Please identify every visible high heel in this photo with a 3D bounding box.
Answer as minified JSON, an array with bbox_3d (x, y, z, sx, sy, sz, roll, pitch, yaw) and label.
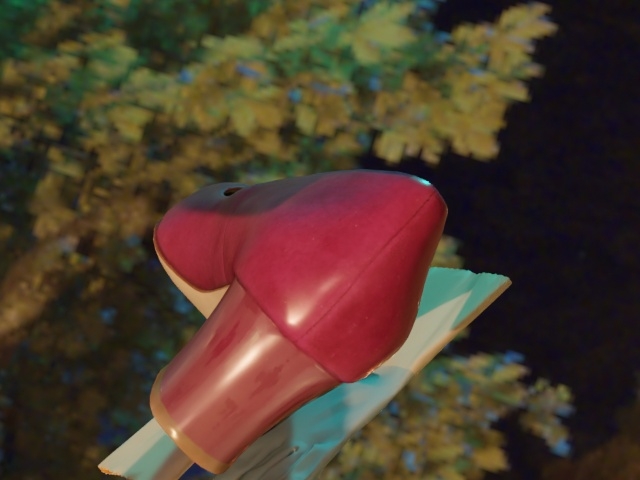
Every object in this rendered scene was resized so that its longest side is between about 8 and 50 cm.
[{"bbox_3d":[0.000,0.000,1.014,0.181,0.127,0.377,-44,16,11],"label":"high heel"}]

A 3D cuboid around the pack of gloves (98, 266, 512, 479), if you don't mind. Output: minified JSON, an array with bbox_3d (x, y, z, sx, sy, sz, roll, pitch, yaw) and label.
[{"bbox_3d":[-0.005,0.102,1.130,0.232,0.195,0.046,-42,-66,-25],"label":"pack of gloves"}]
